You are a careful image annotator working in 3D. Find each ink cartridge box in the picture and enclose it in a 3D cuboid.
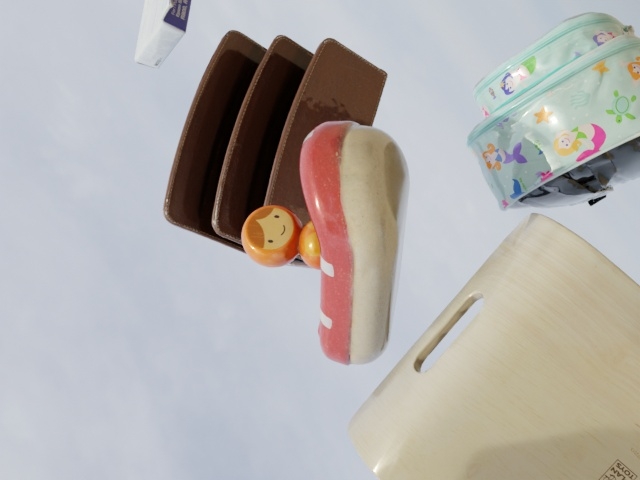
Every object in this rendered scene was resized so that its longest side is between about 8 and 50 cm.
[{"bbox_3d":[-0.211,-0.391,0.958,0.045,0.224,0.223,11,-99,-25],"label":"ink cartridge box"}]

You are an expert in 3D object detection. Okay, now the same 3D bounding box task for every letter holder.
[{"bbox_3d":[-0.067,-0.136,0.921,0.215,0.152,0.301,24,-102,-34],"label":"letter holder"}]

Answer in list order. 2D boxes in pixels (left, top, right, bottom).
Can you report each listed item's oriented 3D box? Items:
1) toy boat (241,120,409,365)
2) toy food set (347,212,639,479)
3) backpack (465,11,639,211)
[{"bbox_3d":[0.000,0.000,0.611,0.151,0.151,0.231,-72,-14,-51],"label":"toy boat"},{"bbox_3d":[0.202,0.160,0.491,0.306,0.219,0.092,40,-176,-1],"label":"toy food set"},{"bbox_3d":[0.281,-0.131,0.726,0.254,0.225,0.191,-19,-100,-54],"label":"backpack"}]
